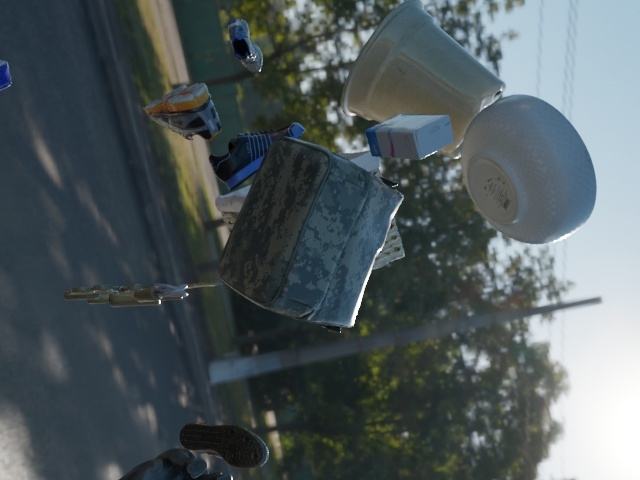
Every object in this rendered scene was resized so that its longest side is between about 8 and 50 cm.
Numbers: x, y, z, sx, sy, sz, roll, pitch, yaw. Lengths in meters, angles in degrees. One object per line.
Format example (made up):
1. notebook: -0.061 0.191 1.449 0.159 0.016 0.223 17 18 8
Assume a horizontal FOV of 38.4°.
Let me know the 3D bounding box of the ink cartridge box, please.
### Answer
1. ink cartridge box: 0.151 -0.176 1.548 0.122 0.088 0.052 10 -58 52

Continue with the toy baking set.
1. toy baking set: -0.290 0.089 1.499 0.197 0.256 0.030 150 -62 -79

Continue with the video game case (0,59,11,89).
1. video game case: -0.837 -0.331 1.924 0.269 0.244 0.061 -40 142 -44

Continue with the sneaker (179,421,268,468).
1. sneaker: -0.151 0.342 1.557 0.071 0.188 0.066 22 78 -53

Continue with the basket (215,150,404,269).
1. basket: -0.025 -0.038 2.160 0.328 0.331 0.266 7 -61 69

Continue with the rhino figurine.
1. rhino figurine: -0.236 0.327 1.130 0.106 0.243 0.073 -3 -75 54

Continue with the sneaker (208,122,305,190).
1. sneaker: -0.139 -0.208 2.017 0.090 0.232 0.081 52 -25 -1

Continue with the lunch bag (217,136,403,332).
1. lunch bag: 0.000 0.000 1.627 0.212 0.256 0.305 24 -87 52

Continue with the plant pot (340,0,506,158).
1. plant pot: 0.269 -0.369 2.258 0.305 0.334 0.334 37 -16 14

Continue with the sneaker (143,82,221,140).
1. sneaker: -0.226 -0.205 1.510 0.083 0.084 0.215 60 -16 -20

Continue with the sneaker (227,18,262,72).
1. sneaker: -0.156 -0.384 1.871 0.135 0.052 0.058 59 23 -51

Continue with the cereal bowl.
1. cereal bowl: 0.418 -0.136 1.976 0.339 0.141 0.339 44 -32 36
